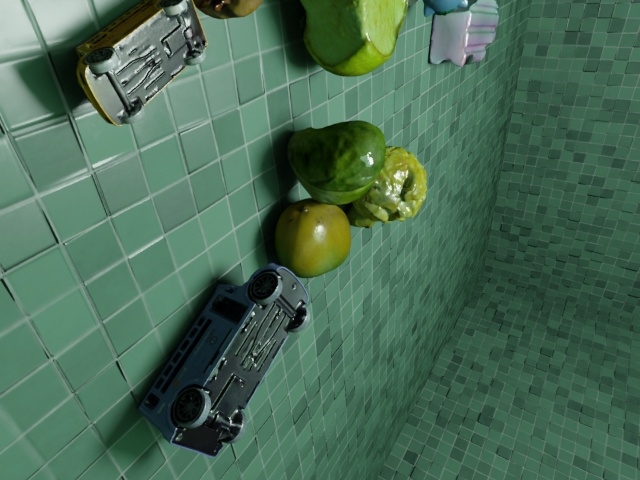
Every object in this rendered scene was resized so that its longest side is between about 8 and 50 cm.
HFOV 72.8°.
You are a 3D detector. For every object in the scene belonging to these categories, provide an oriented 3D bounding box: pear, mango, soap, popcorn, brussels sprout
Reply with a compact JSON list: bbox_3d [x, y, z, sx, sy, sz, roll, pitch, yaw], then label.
[{"bbox_3d":[0.052,-0.411,0.691,0.239,0.163,0.255,-63,153,-24],"label":"pear"},{"bbox_3d":[0.000,0.000,0.859,0.251,0.114,0.157,14,89,-61],"label":"mango"},{"bbox_3d":[0.439,-0.637,1.301,0.323,0.109,0.193,-34,133,-48],"label":"soap"},{"bbox_3d":[0.138,-0.115,1.005,0.198,0.198,0.213,-33,158,-50],"label":"popcorn"},{"bbox_3d":[0.024,-0.137,0.754,0.131,0.183,0.146,35,53,-56],"label":"brussels sprout"}]

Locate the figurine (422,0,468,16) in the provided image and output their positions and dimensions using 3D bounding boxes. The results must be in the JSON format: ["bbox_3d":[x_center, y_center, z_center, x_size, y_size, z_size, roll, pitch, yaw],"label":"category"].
[{"bbox_3d":[0.267,-0.604,0.971,0.145,0.114,0.178,-100,171,-53],"label":"figurine"}]

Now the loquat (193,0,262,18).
[{"bbox_3d":[-0.107,-0.322,0.490,0.113,0.137,0.137,16,91,-66],"label":"loquat"}]

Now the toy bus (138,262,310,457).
[{"bbox_3d":[-0.141,0.170,0.685,0.292,0.133,0.125,-59,143,-20],"label":"toy bus"}]

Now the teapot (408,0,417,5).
[{"bbox_3d":[0.192,-0.569,0.964,0.088,0.066,0.057,67,23,-19],"label":"teapot"}]

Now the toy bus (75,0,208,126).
[{"bbox_3d":[-0.193,-0.197,0.459,0.162,0.074,0.070,-58,155,-29],"label":"toy bus"}]
